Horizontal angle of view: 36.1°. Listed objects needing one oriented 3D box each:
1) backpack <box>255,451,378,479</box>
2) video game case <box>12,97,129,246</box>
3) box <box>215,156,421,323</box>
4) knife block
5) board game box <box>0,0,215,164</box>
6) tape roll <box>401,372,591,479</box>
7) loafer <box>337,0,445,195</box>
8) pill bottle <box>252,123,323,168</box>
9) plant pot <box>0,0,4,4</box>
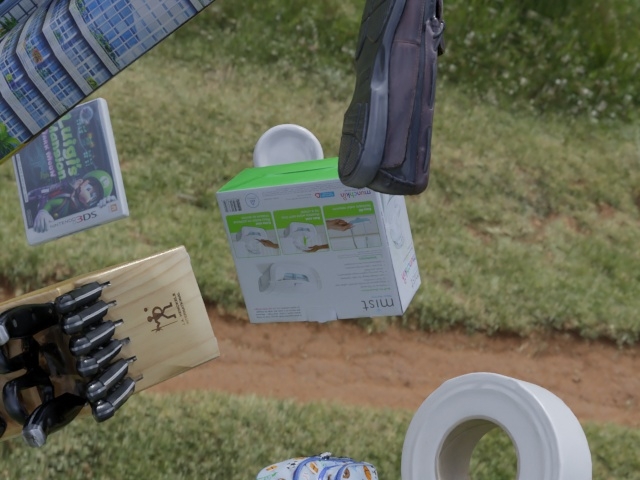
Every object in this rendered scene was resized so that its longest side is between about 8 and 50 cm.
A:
[{"bbox_3d":[-0.008,0.517,1.809,0.263,0.213,0.276,16,56,-52],"label":"backpack"},{"bbox_3d":[-0.389,-0.104,1.506,0.022,0.173,0.190,18,57,-71],"label":"video game case"},{"bbox_3d":[0.000,0.000,1.524,0.262,0.231,0.127,-6,20,23],"label":"box"},{"bbox_3d":[-0.209,0.084,0.683,0.242,0.276,0.088,-19,94,-36],"label":"knife block"},{"bbox_3d":[-0.088,-0.138,0.489,0.060,0.194,0.194,50,18,-19],"label":"board game box"},{"bbox_3d":[0.262,0.348,1.499,0.100,0.286,0.286,21,28,-46],"label":"tape roll"},{"bbox_3d":[0.092,-0.193,1.084,0.095,0.109,0.302,16,78,-19],"label":"loafer"},{"bbox_3d":[-0.067,-0.144,1.903,0.131,0.131,0.229,18,-4,-3],"label":"pill bottle"},{"bbox_3d":[-0.452,-0.233,1.124,0.293,0.292,0.235,3,7,-21],"label":"plant pot"}]
